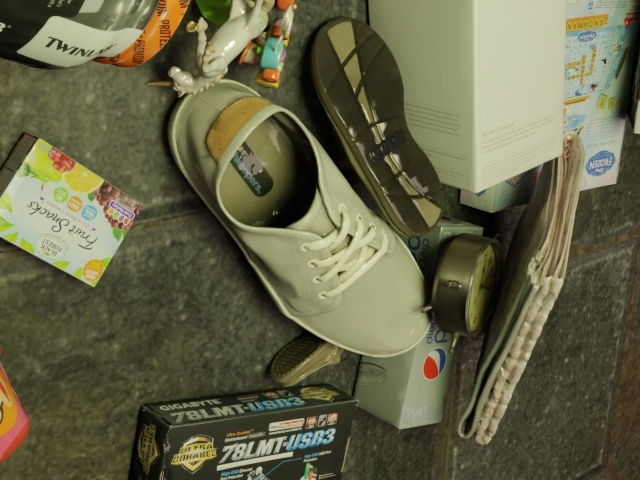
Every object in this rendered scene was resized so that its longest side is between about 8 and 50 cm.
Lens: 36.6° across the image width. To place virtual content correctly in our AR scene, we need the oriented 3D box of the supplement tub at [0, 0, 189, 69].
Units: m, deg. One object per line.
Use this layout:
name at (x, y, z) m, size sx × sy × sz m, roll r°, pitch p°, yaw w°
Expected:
supplement tub at (-0.273, -0.255, 0.740) m, size 0.338 × 0.207 × 0.207 m, roll 12°, pitch 97°, yaw -44°

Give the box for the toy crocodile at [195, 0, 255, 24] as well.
toy crocodile at (-0.111, -0.339, 0.886) m, size 0.105 × 0.115 × 0.340 m, roll -26°, pitch 151°, yaw -2°

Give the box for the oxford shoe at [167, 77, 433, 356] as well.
oxford shoe at (0.000, 0.000, 1.103) m, size 0.169 × 0.130 × 0.449 m, roll -48°, pitch 125°, yaw -11°

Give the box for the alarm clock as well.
alarm clock at (0.194, 0.047, 1.237) m, size 0.192 × 0.064 × 0.129 m, roll -42°, pitch 136°, yaw -46°

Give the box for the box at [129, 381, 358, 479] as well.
box at (-0.104, 0.335, 1.211) m, size 0.296 × 0.073 × 0.293 m, roll -1°, pitch 105°, yaw -42°

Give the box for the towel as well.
towel at (0.271, 0.064, 1.301) m, size 0.317 × 0.054 × 0.331 m, roll -63°, pitch 170°, yaw -48°

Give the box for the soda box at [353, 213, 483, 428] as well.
soda box at (0.130, 0.105, 1.320) m, size 0.091 × 0.098 × 0.286 m, roll 0°, pitch 106°, yaw -43°

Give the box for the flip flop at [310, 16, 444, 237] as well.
flip flop at (0.060, -0.130, 1.158) m, size 0.112 × 0.080 × 0.277 m, roll -33°, pitch 104°, yaw -26°

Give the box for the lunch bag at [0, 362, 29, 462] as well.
lunch bag at (-0.389, 0.122, 0.718) m, size 0.258 × 0.293 × 0.120 m, roll -33°, pitch 130°, yaw -30°

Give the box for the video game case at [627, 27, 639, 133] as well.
video game case at (0.504, -0.283, 1.471) m, size 0.232 × 0.042 × 0.210 m, roll -52°, pitch 147°, yaw -68°

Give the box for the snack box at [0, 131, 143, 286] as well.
snack box at (-0.258, -0.028, 0.958) m, size 0.141 × 0.037 × 0.100 m, roll 36°, pitch 82°, yaw -44°

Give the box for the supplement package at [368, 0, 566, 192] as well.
supplement package at (0.181, -0.235, 1.182) m, size 0.175 × 0.178 × 0.292 m, roll -24°, pitch 121°, yaw -34°

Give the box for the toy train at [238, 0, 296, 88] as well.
toy train at (-0.052, -0.235, 1.030) m, size 0.046 × 0.166 × 0.125 m, roll 13°, pitch 124°, yaw -3°

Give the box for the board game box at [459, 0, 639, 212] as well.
board game box at (0.343, -0.221, 1.414) m, size 0.319 × 0.066 × 0.317 m, roll -12°, pitch 113°, yaw -40°

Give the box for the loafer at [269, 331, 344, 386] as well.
loafer at (-0.002, 0.144, 1.243) m, size 0.148 × 0.056 × 0.050 m, roll -37°, pitch 121°, yaw -27°

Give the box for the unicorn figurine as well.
unicorn figurine at (-0.101, -0.195, 0.949) m, size 0.162 × 0.060 × 0.111 m, roll -34°, pitch 169°, yaw -4°
